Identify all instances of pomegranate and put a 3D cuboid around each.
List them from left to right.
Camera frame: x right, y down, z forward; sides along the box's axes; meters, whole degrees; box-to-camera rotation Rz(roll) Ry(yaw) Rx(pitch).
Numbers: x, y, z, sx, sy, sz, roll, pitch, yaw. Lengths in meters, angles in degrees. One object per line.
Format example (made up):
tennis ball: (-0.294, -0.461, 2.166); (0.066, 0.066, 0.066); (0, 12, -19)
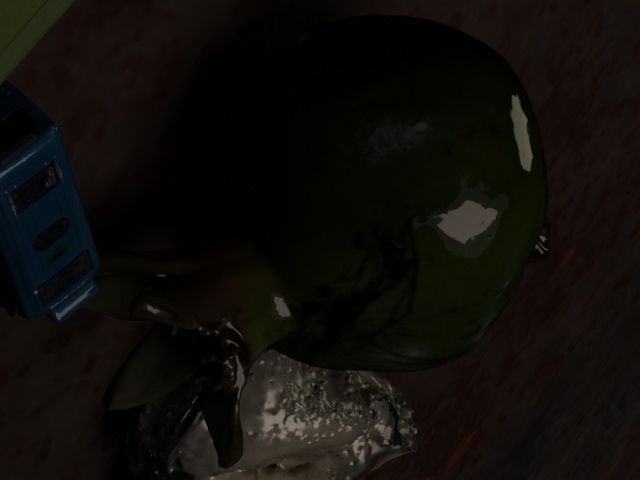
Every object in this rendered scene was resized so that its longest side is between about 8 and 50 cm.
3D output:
pomegranate: (0.000, 0.000, 0.612); (0.191, 0.131, 0.152); (-29, 145, -29)

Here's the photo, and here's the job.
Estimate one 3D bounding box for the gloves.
gloves: (-0.030, 0.093, 0.721); (0.114, 0.070, 0.153); (-52, 145, 11)

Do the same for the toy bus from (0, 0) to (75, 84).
toy bus: (-0.093, -0.104, 0.392); (0.175, 0.101, 0.088); (-50, 151, -6)

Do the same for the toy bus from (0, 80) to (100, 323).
toy bus: (-0.102, -0.011, 0.530); (0.038, 0.046, 0.083); (-41, 147, -25)
